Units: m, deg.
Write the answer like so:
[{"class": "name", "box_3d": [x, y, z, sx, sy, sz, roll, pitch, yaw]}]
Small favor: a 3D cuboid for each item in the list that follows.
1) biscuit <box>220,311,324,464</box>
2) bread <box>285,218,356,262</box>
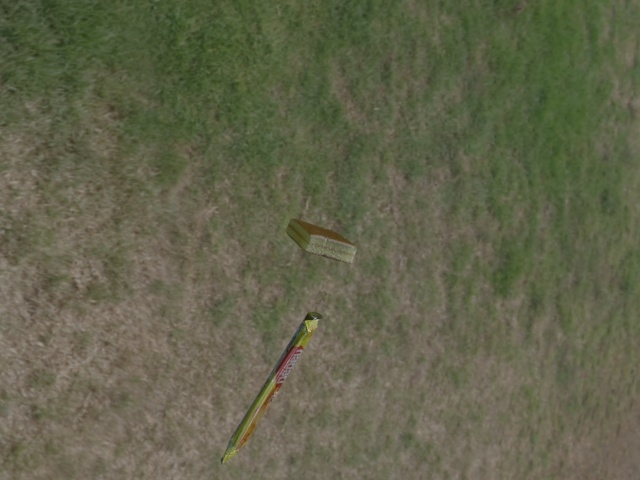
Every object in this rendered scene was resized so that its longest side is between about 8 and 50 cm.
[{"class": "biscuit", "box_3d": [-0.080, 0.232, 1.044, 0.292, 0.026, 0.048, -59, 154, 13]}, {"class": "bread", "box_3d": [0.000, 0.000, 1.100, 0.094, 0.090, 0.035, 17, 102, -29]}]
